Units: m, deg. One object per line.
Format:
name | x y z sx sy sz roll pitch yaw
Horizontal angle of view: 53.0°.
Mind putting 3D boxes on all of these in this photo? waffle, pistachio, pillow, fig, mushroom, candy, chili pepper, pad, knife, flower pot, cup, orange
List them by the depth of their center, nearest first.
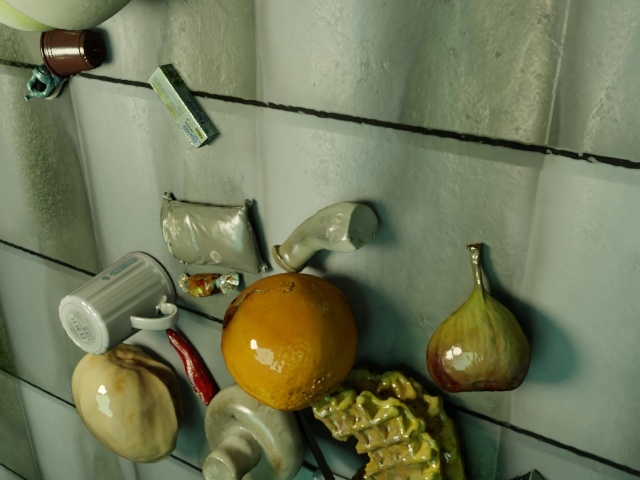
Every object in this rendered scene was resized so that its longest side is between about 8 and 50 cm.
fig | 0.251 0.135 0.996 0.160 0.143 0.231 5 111 -3
mushroom | -0.002 -0.004 1.133 0.223 0.081 0.092 -22 79 41
orange | -0.054 0.173 1.145 0.246 0.246 0.246 15 120 27
waffle | 0.128 0.390 1.192 0.261 0.151 0.324 -5 115 33
flower pot | -0.478 -0.375 1.261 0.089 0.111 0.111 2 114 16
pad | -0.001 0.426 1.269 0.160 0.009 0.265 82 162 -44
pillow | -0.230 -0.011 1.293 0.254 0.059 0.169 5 112 33
mushroom | -0.161 0.432 1.356 0.243 0.243 0.244 15 120 27
candy | -0.244 0.095 1.360 0.182 0.046 0.053 -6 107 37
cup | -0.430 0.136 1.404 0.221 0.202 0.167 -15 106 38
knife | -0.034 0.527 1.442 0.331 0.044 0.080 16 124 33
chili pepper | -0.290 0.310 1.499 0.050 0.059 0.268 -26 95 0
pistachio | -0.458 0.389 1.542 0.237 0.229 0.321 -26 109 13

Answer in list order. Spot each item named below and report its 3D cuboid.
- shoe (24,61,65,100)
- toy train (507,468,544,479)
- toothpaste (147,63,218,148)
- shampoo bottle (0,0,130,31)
shoe | -0.569 -0.349 1.345 0.143 0.071 0.064 -35 92 35
toy train | 0.314 0.489 1.180 0.051 0.052 0.234 45 129 1
toothpaste | -0.261 -0.253 1.210 0.046 0.034 0.164 -34 92 39
shampoo bottle | -0.418 -0.503 1.007 0.317 0.322 0.323 -16 103 32
